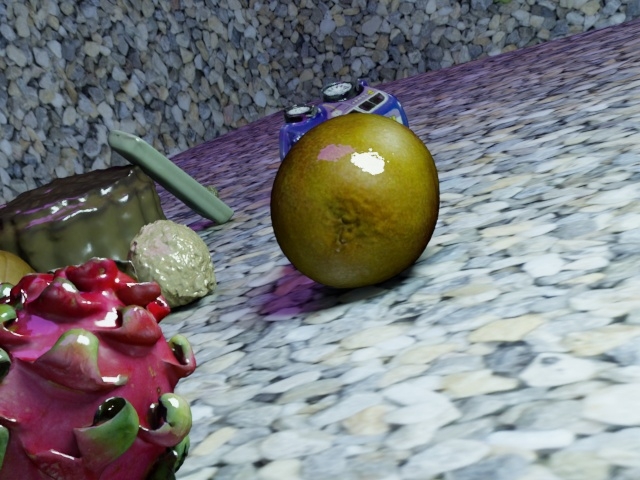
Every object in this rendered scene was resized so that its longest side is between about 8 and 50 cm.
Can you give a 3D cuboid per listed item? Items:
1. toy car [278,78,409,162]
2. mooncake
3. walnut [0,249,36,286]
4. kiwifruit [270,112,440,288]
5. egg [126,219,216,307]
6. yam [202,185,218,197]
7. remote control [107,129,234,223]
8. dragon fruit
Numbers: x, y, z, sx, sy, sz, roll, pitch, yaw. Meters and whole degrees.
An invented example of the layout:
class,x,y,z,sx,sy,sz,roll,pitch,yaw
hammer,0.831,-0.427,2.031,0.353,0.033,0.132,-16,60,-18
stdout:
class,x,y,z,sx,sy,sz,roll,pitch,yaw
toy car,0.047,-0.171,1.741,0.235,0.172,0.158,-32,31,-29
mooncake,-0.410,-0.005,1.657,0.324,0.187,0.324,-17,14,4
walnut,-0.469,0.092,1.378,0.167,0.167,0.207,-26,12,-28
kiwifruit,0.042,-0.050,1.117,0.196,0.196,0.234,-15,15,20
egg,-0.199,0.032,1.321,0.118,0.116,0.140,-1,36,-13
yam,-0.253,-0.098,2.153,0.043,0.043,0.094,-24,13,-21
remote control,-0.263,-0.109,1.754,0.090,0.309,0.038,20,78,37
dragon fruit,-0.219,0.131,0.709,0.273,0.198,0.218,-20,-14,-7
